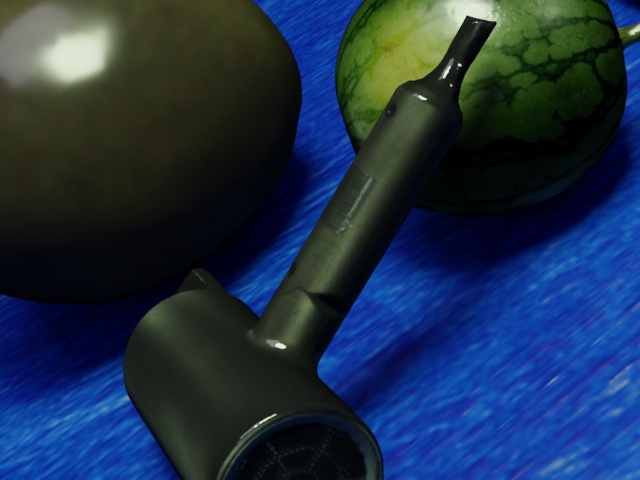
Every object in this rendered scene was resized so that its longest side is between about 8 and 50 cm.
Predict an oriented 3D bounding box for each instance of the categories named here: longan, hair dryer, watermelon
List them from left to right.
[{"bbox_3d":[-0.131,-0.068,0.770,0.246,0.215,0.246,0,22,0],"label":"longan"},{"bbox_3d":[0.000,0.000,0.598,0.248,0.078,0.195,-57,31,4],"label":"hair dryer"},{"bbox_3d":[0.101,-0.085,0.653,0.187,0.141,0.141,-15,32,10],"label":"watermelon"}]
